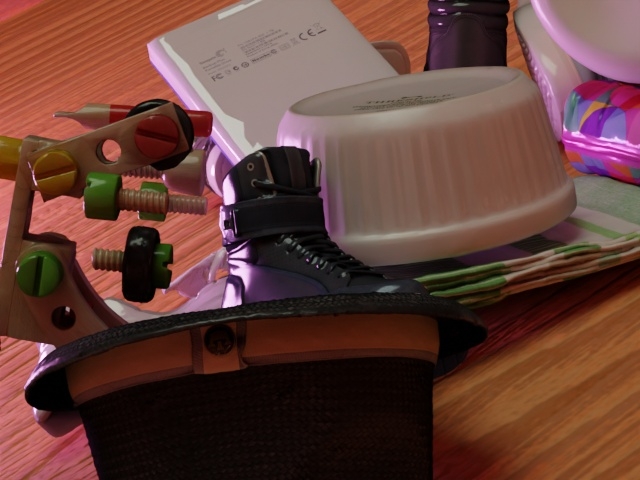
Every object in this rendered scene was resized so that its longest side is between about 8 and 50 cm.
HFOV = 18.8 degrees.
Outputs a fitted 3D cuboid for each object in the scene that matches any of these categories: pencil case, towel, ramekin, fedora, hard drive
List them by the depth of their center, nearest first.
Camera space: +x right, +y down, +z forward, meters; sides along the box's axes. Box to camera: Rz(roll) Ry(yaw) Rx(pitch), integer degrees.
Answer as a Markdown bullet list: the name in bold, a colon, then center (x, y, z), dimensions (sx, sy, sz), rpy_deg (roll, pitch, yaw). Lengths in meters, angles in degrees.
- **fedora**: center (-0.038, 0.140, 1.372), dimensions (0.334, 0.152, 0.334), rpy_deg (-7, -12, -2)
- **towel**: center (0.151, 0.001, 1.698), dimensions (0.325, 0.038, 0.248), rpy_deg (-16, 15, -19)
- **ramekin**: center (0.083, -0.071, 1.698), dimensions (0.273, 0.127, 0.273), rpy_deg (-9, 13, 2)
- **pencil case**: center (0.314, -0.091, 1.785), dimensions (0.104, 0.104, 0.236), rpy_deg (-26, 19, -17)
- **hard drive**: center (-0.024, -0.156, 2.117), dimensions (0.210, 0.040, 0.318), rpy_deg (-26, 51, -17)

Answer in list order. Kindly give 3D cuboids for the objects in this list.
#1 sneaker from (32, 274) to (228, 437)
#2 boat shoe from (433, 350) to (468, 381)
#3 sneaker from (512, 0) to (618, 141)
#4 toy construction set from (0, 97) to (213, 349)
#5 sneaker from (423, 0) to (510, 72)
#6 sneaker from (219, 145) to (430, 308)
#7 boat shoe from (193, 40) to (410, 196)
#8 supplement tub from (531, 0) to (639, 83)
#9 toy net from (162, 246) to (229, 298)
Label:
- **sneaker**: center (-0.118, 0.113, 1.683), dimensions (0.297, 0.111, 0.129), rpy_deg (-11, 43, 20)
- **boat shoe**: center (0.031, 0.109, 1.588), dimensions (0.183, 0.066, 0.066), rpy_deg (-16, 13, -21)
- **sneaker**: center (0.295, -0.219, 2.081), dimensions (0.150, 0.135, 0.366), rpy_deg (-18, 21, 12)
- **toy construction set**: center (-0.223, -0.019, 1.585), dimensions (0.237, 0.257, 0.309), rpy_deg (5, 33, 2)
- **sneaker**: center (0.163, -0.221, 2.107), dimensions (0.104, 0.147, 0.296), rpy_deg (4, 5, 2)
- **sneaker**: center (-0.002, 0.000, 1.537), dimensions (0.086, 0.163, 0.226), rpy_deg (8, -10, -43)
- **boat shoe**: center (-0.027, -0.148, 2.226), dimensions (0.305, 0.109, 0.091), rpy_deg (-35, 29, -27)
- **supplement tub**: center (0.367, -0.270, 1.880), dimensions (0.241, 0.241, 0.331), rpy_deg (-7, 0, 30)
- **toy net**: center (-0.048, 0.002, 1.913), dimensions (0.232, 0.045, 0.122), rpy_deg (-33, -3, -11)
